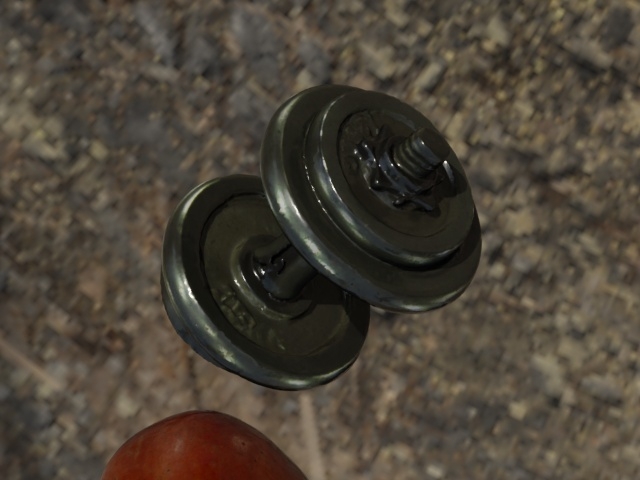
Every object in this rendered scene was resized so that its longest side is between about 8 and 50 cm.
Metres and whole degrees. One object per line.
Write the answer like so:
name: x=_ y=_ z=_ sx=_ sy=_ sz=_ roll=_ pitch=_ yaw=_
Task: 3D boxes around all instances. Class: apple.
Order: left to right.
apple: x=-0.102 y=0.275 z=1.672 sx=0.234 sy=0.234 sz=0.234 roll=13 pitch=129 yaw=17

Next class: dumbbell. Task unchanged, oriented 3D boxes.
dumbbell: x=0.000 y=0.000 z=1.434 sx=0.192 sy=0.192 sz=0.290 roll=43 pitch=133 yaw=-8
